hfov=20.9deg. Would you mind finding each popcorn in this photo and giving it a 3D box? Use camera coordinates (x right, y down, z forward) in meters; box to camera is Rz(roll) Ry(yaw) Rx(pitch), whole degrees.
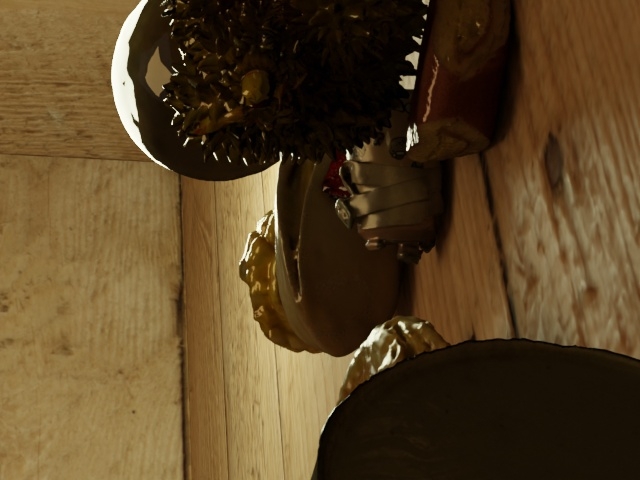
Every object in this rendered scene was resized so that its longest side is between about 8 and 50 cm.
[{"bbox_3d":[-0.009,0.035,1.851,0.170,0.180,0.180,-8,76,41],"label":"popcorn"}]

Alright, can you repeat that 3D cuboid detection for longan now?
[{"bbox_3d":[-0.132,-0.223,2.261,0.297,0.297,0.297,-177,90,-81],"label":"longan"}]

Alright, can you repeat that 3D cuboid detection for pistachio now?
[{"bbox_3d":[0.015,0.004,1.700,0.152,0.126,0.223,23,-121,-55],"label":"pistachio"}]

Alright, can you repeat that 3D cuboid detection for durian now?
[{"bbox_3d":[-0.024,-0.191,1.421,0.258,0.258,0.292,128,153,-74],"label":"durian"}]

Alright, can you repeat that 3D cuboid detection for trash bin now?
[{"bbox_3d":[0.078,0.288,0.844,0.280,0.280,0.432,-101,20,-55],"label":"trash bin"}]

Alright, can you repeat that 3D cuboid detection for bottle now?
[{"bbox_3d":[0.065,-0.056,1.547,0.099,0.099,0.152,156,115,-79],"label":"bottle"}]

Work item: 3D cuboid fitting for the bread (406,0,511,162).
[{"bbox_3d":[0.110,-0.130,1.366,0.119,0.067,0.192,-86,4,-64],"label":"bread"}]

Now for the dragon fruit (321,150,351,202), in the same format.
[{"bbox_3d":[0.066,-0.085,1.649,0.063,0.097,0.131,114,178,-57],"label":"dragon fruit"}]

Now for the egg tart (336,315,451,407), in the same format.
[{"bbox_3d":[0.089,0.201,1.235,0.319,0.128,0.319,-179,90,-79],"label":"egg tart"}]
